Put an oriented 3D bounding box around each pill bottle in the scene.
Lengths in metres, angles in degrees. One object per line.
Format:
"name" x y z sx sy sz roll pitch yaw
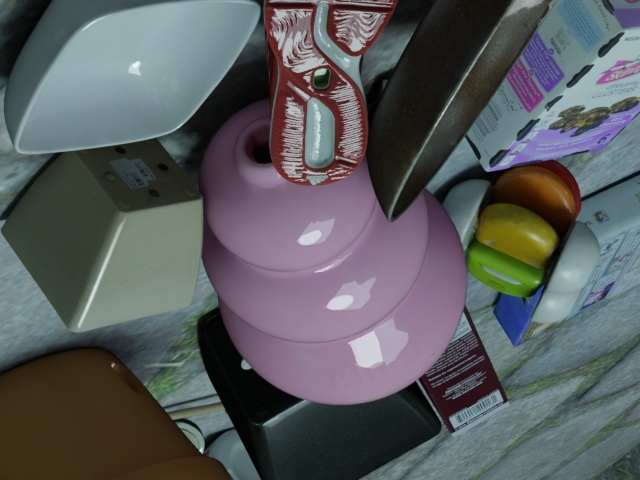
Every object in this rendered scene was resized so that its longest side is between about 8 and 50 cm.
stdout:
"pill bottle" -0.135 0.323 1.961 0.108 0.108 0.193 -7 151 -48

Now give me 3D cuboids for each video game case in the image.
"video game case" 0.347 0.009 1.942 0.244 0.061 0.269 -26 160 -16

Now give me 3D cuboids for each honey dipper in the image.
"honey dipper" -0.132 0.187 1.751 0.161 0.030 0.030 -8 151 -44

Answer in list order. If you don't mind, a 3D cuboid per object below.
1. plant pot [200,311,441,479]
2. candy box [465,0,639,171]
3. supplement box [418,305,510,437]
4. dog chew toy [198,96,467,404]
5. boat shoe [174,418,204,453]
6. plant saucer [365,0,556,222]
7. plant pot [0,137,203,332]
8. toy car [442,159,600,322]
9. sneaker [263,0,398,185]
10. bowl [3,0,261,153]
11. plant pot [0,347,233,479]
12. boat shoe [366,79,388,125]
"plant pot" -0.014 0.131 1.572 0.188 0.187 0.167 -29 151 -2
"candy box" 0.233 -0.151 1.369 0.165 0.070 0.196 -12 154 -41
"supplement box" 0.105 0.080 1.573 0.073 0.130 0.239 -29 142 -1
"dog chew toy" 0.000 0.000 1.238 0.207 0.206 0.332 -30 153 -1
"boat shoe" -0.220 0.272 1.799 0.233 0.084 0.079 -44 -165 18
"plant saucer" 0.115 -0.152 1.072 0.310 0.050 0.310 -55 173 -10
"plant pot" -0.144 -0.014 1.133 0.109 0.109 0.096 -11 141 -42
"toy car" 0.204 -0.013 1.604 0.182 0.159 0.136 97 19 -66
"sneaker" -0.007 -0.156 1.010 0.087 0.128 0.221 2 127 -16
"bowl" -0.122 -0.117 0.974 0.142 0.053 0.142 -13 155 -41
"plant pot" -0.233 0.234 1.458 0.291 0.203 0.291 -27 161 -10
"boat shoe" 0.048 -0.100 1.298 0.035 0.035 0.100 6 154 -14
